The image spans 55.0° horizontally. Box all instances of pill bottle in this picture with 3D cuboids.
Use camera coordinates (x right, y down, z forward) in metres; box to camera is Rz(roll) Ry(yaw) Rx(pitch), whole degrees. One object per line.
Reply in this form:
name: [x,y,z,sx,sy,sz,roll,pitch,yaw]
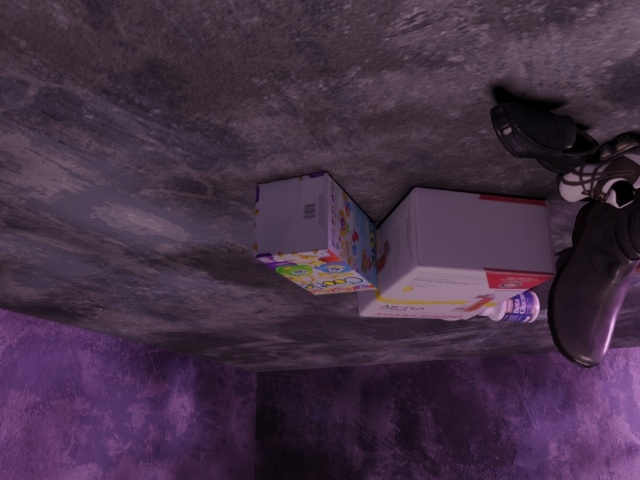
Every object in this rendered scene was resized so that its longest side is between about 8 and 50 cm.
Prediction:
pill bottle: [0.538,0.188,1.786,0.169,0.094,0.094,5,160,-16]

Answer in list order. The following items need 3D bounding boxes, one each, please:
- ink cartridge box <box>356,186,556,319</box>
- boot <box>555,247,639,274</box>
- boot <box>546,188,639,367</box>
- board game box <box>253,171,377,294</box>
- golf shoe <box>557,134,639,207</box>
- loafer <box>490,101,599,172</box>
ink cartridge box: [0.257,0.048,1.283,0.279,0.161,0.385,4,160,-12]
boot: [0.737,0.045,1.454,0.280,0.096,0.264,4,154,-34]
boot: [0.501,0.037,1.034,0.118,0.339,0.223,18,161,-5]
board game box: [0.000,0.000,1.164,0.141,0.145,0.275,-8,159,21]
golf shoe: [0.457,-0.089,1.003,0.077,0.094,0.198,2,162,-10]
loafer: [0.315,-0.151,0.860,0.223,0.076,0.078,11,153,-43]
